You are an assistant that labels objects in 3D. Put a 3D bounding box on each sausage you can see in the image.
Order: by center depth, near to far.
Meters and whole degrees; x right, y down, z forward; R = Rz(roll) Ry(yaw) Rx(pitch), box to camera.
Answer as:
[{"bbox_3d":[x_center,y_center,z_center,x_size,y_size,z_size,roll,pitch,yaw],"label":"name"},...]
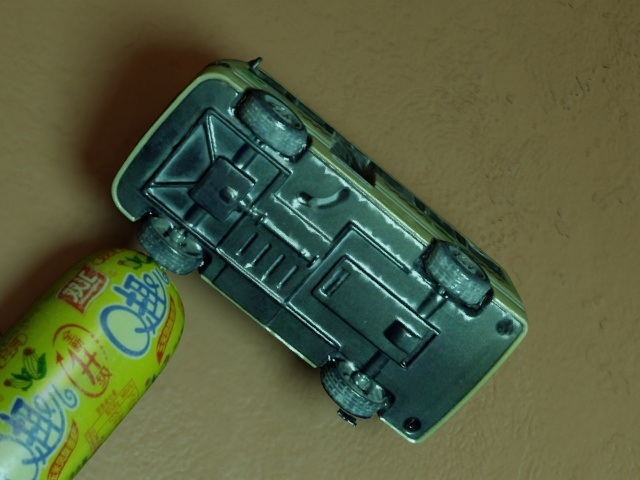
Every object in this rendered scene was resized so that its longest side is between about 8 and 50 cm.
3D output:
[{"bbox_3d":[-0.229,0.132,1.174,0.123,0.123,0.347,42,63,-7],"label":"sausage"}]

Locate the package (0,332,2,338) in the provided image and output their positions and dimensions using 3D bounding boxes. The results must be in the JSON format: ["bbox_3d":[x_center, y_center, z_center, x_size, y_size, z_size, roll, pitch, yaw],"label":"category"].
[{"bbox_3d":[-0.373,0.052,1.189,0.171,0.027,0.173,-23,82,-28],"label":"package"}]

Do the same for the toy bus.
[{"bbox_3d":[0.000,0.000,1.272,0.365,0.202,0.177,40,106,-9],"label":"toy bus"}]
